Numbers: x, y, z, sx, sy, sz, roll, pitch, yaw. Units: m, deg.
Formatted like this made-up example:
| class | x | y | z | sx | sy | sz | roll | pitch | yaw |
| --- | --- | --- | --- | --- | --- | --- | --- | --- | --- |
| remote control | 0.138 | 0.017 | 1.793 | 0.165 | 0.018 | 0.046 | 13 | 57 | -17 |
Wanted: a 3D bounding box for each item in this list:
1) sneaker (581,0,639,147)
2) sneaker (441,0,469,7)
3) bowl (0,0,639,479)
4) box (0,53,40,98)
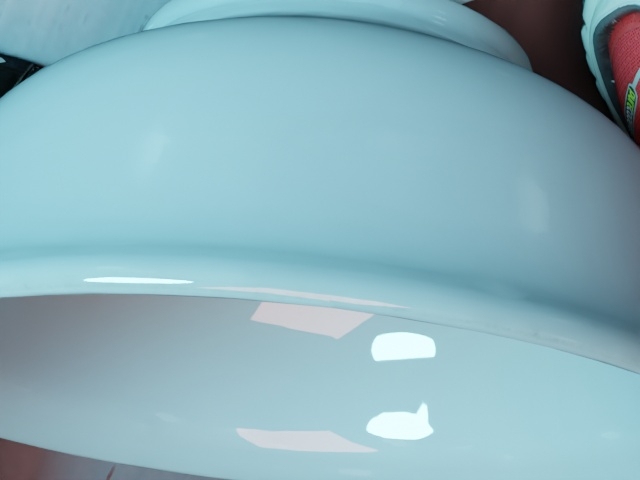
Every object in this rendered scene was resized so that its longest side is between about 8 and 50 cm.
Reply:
| class | x | y | z | sx | sy | sz | roll | pitch | yaw |
| --- | --- | --- | --- | --- | --- | --- | --- | --- | --- |
| sneaker | 0.178 | 0.009 | 0.520 | 0.107 | 0.118 | 0.279 | -33 | 128 | 16 |
| sneaker | 0.132 | -0.181 | 0.443 | 0.321 | 0.126 | 0.127 | -20 | 118 | 13 |
| bowl | 0.000 | 0.000 | 0.499 | 0.297 | 0.298 | 0.134 | 7 | 72 | 0 |
| box | -0.272 | 0.049 | 0.603 | 0.257 | 0.079 | 0.322 | 14 | 115 | -6 |
